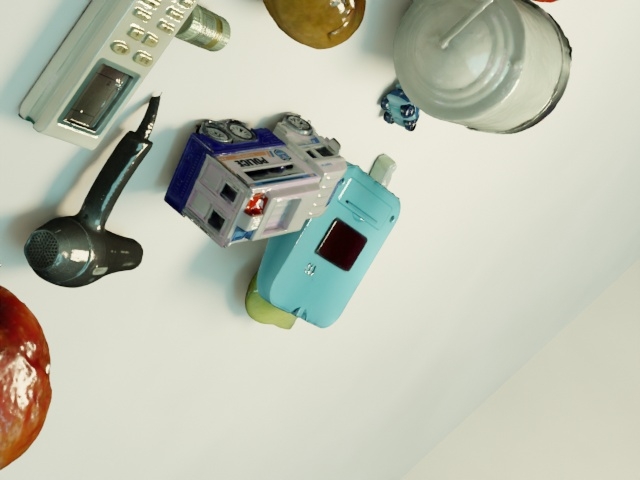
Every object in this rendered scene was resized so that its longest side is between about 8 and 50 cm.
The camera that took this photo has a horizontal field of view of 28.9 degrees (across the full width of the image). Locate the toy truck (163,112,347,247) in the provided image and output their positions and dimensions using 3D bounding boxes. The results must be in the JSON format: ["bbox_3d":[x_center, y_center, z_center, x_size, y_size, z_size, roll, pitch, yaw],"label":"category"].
[{"bbox_3d":[-0.073,-0.082,1.724,0.268,0.155,0.124,-13,138,-51],"label":"toy truck"}]

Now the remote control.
[{"bbox_3d":[-0.220,-0.230,1.397,0.277,0.055,0.103,-54,154,9],"label":"remote control"}]

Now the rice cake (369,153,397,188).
[{"bbox_3d":[0.086,-0.065,2.136,0.030,0.042,0.180,-14,137,-47],"label":"rice cake"}]

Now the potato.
[{"bbox_3d":[-0.085,0.082,2.063,0.120,0.081,0.149,-1,147,-24],"label":"potato"}]

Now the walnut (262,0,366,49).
[{"bbox_3d":[-0.011,-0.321,1.523,0.137,0.137,0.245,-45,155,-8],"label":"walnut"}]

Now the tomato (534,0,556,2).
[{"bbox_3d":[0.297,-0.481,1.676,0.298,0.226,0.298,-35,144,-30],"label":"tomato"}]

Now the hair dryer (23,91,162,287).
[{"bbox_3d":[-0.248,-0.060,1.575,0.271,0.091,0.235,-58,163,10],"label":"hair dryer"}]

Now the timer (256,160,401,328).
[{"bbox_3d":[0.000,0.000,1.950,0.250,0.091,0.232,-62,149,-3],"label":"timer"}]

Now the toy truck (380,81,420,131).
[{"bbox_3d":[0.142,-0.227,1.993,0.090,0.056,0.073,-53,152,-22],"label":"toy truck"}]

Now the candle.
[{"bbox_3d":[0.235,-0.275,1.863,0.221,0.221,0.342,-57,156,17],"label":"candle"}]

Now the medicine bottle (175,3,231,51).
[{"bbox_3d":[-0.147,-0.257,1.488,0.047,0.047,0.083,-55,154,13],"label":"medicine bottle"}]

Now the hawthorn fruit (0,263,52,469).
[{"bbox_3d":[-0.411,0.124,1.403,0.242,0.242,0.271,-8,122,-54],"label":"hawthorn fruit"}]
